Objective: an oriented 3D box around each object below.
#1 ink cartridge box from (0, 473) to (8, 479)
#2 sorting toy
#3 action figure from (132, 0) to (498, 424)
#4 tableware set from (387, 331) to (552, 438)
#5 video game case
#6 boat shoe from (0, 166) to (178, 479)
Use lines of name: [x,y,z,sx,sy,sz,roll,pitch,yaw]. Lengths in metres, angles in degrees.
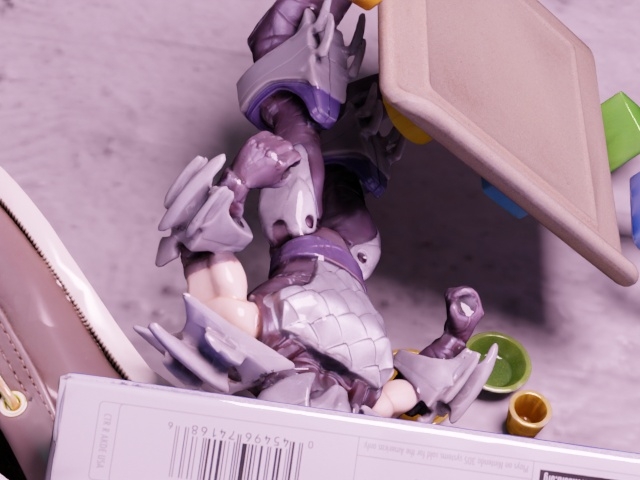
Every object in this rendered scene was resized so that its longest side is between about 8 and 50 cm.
ink cartridge box: [-0.170,0.153,0.602,0.063,0.150,0.109,33,54,21]
sorting toy: [0.081,-0.081,0.793,0.348,0.047,0.196,35,35,-34]
action figure: [0.000,0.000,0.738,0.099,0.185,0.285,-27,39,24]
tableware set: [0.045,0.095,0.770,0.154,0.024,0.104,-11,56,-18]
video game case: [0.016,0.190,0.597,0.270,0.061,0.244,9,83,-5]
boat shoe: [-0.147,0.064,0.703,0.097,0.116,0.324,-33,71,-33]
